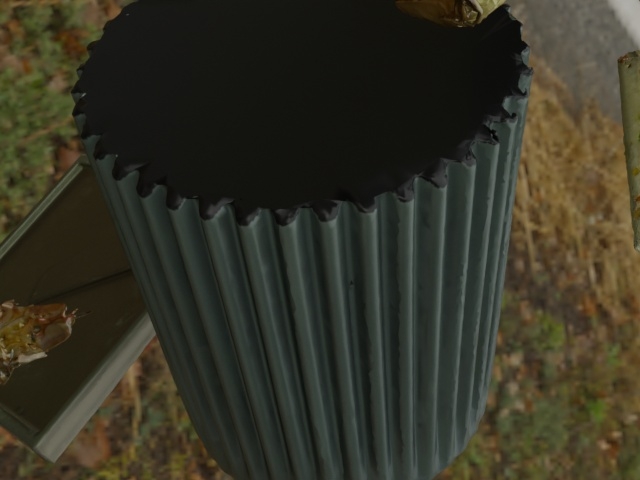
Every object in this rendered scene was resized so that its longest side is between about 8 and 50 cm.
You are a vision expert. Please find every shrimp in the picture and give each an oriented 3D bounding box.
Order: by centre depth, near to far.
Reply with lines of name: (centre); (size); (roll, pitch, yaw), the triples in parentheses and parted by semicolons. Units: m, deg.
shrimp: (-0.206, 0.060, 0.745); (0.095, 0.162, 0.045); (3, 74, -46)

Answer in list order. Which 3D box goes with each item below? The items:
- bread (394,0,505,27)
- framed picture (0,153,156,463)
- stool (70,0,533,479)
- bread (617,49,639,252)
bread: (0.051, -0.170, 0.569); (0.132, 0.114, 0.190); (47, 6, -16)
framed picture: (-0.265, 0.044, 1.353); (0.326, 0.446, 0.028); (-51, 119, -16)
stool: (0.000, 0.000, 0.931); (0.330, 0.297, 0.297); (83, 23, -45)
bread: (0.248, -0.067, 0.900); (0.028, 0.068, 0.154); (29, 56, -54)
